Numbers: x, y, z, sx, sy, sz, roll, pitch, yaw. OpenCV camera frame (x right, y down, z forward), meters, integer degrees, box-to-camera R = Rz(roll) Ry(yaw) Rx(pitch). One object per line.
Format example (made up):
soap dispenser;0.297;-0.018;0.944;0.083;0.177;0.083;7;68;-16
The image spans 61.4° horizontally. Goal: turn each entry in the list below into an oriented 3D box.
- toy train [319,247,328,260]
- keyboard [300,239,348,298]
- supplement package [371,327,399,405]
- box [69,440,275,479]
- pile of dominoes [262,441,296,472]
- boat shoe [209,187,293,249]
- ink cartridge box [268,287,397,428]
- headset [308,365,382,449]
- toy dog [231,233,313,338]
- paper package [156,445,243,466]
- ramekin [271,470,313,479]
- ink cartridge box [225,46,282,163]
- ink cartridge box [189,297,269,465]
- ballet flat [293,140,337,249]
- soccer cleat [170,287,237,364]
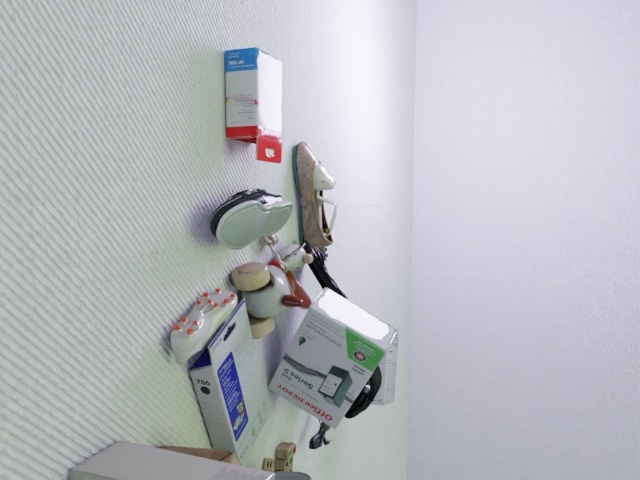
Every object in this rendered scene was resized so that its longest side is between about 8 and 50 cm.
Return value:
toy train;0.000;0.000;1.686;0.036;0.027;0.158;-53;140;-53
keyboard;0.033;0.130;1.462;0.317;0.033;0.201;57;-10;20
supplement package;0.159;0.435;1.918;0.198;0.200;0.262;33;61;-68
box;-0.209;0.369;0.762;0.113;0.276;0.094;-9;101;-69
pile of dominoes;-0.102;0.679;1.447;0.196;0.040;0.250;8;84;-71
boat shoe;-0.161;-0.054;1.144;0.114;0.091;0.302;-63;166;12
ink cartridge box;0.025;0.299;1.354;0.289;0.211;0.121;-64;171;27
headset;0.029;0.432;1.533;0.185;0.244;0.393;-50;156;-44
toy dog;-0.079;0.090;1.270;0.333;0.161;0.220;-68;153;-44
paper package;-0.215;0.562;0.930;0.324;0.168;0.309;72;28;-42
ramekin;-0.098;0.601;1.221;0.207;0.207;0.108;19;65;-70
ink cartridge box;-0.143;-0.286;1.179;0.134;0.078;0.230;-11;103;-69
ink cartridge box;-0.188;0.297;1.131;0.165;0.065;0.332;-56;145;-56
ballet flat;-0.006;-0.127;1.539;0.107;0.106;0.315;-47;135;-62
soccer cleat;-0.223;0.158;1.030;0.196;0.068;0.076;-47;149;-59
